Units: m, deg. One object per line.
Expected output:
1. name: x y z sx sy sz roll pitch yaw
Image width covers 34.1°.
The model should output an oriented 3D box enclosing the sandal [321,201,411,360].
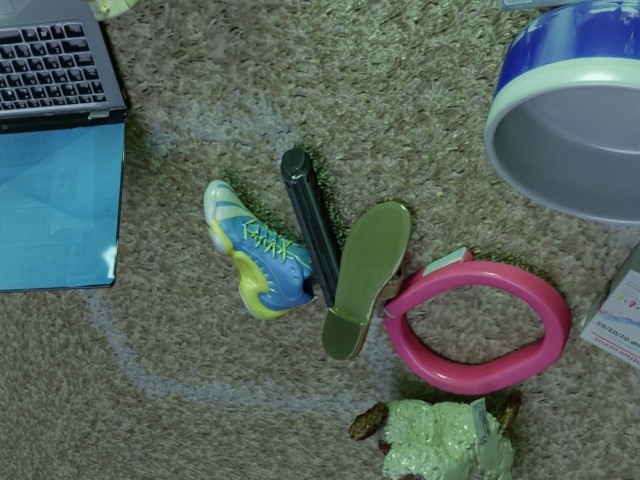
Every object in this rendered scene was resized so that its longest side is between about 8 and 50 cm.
1. sandal: 0.075 0.053 1.454 0.088 0.079 0.240 29 107 27

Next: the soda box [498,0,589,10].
1. soda box: 0.305 -0.290 0.977 0.286 0.098 0.091 0 128 32

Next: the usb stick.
1. usb stick: 0.000 0.000 1.458 0.045 0.077 0.278 -12 124 9

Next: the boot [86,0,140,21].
1. boot: -0.317 -0.343 1.235 0.095 0.262 0.203 44 161 53

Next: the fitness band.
1. fitness band: 0.211 0.120 1.451 0.209 0.054 0.291 44 139 -11

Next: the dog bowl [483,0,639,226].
1. dog bowl: 0.306 -0.122 1.061 0.265 0.104 0.265 14 156 6

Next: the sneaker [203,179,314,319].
1. sneaker: -0.077 0.006 1.520 0.126 0.091 0.240 -11 124 18

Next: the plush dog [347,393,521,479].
1. plush dog: 0.172 0.303 1.569 0.225 0.210 0.262 9 157 46

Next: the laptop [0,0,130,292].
1. laptop: -0.483 -0.156 1.423 0.382 0.236 0.407 -3 128 11

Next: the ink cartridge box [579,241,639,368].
1. ink cartridge box: 0.399 0.097 1.303 0.104 0.061 0.181 28 138 7
